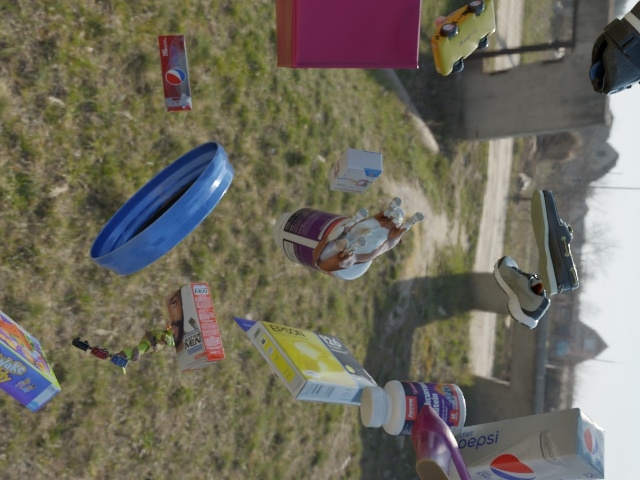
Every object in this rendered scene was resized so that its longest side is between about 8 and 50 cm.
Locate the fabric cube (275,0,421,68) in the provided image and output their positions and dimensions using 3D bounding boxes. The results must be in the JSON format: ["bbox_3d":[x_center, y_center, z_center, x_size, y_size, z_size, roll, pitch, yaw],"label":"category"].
[{"bbox_3d":[0.045,-0.478,1.229,0.259,0.254,0.258,-126,-145,-70],"label":"fabric cube"}]

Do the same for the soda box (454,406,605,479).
[{"bbox_3d":[0.383,0.402,1.164,0.091,0.286,0.098,41,47,-20],"label":"soda box"}]

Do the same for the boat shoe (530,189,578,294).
[{"bbox_3d":[0.494,-0.001,1.290,0.081,0.069,0.227,-78,157,-78],"label":"boat shoe"}]

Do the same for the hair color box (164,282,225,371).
[{"bbox_3d":[-0.267,0.183,1.297,0.053,0.093,0.167,6,62,-51],"label":"hair color box"}]

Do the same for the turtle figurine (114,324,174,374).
[{"bbox_3d":[-0.519,0.316,1.871,0.217,0.269,0.087,-30,93,-25],"label":"turtle figurine"}]

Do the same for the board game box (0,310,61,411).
[{"bbox_3d":[-0.762,0.215,1.393,0.078,0.233,0.347,-42,131,-14],"label":"board game box"}]

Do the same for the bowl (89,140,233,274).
[{"bbox_3d":[-0.362,-0.075,1.424,0.077,0.391,0.391,49,43,-24],"label":"bowl"}]

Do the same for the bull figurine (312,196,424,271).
[{"bbox_3d":[0.120,-0.016,1.416,0.310,0.101,0.188,-28,167,-35],"label":"bull figurine"}]

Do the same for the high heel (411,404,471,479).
[{"bbox_3d":[0.204,0.373,0.945,0.244,0.082,0.117,56,25,-20],"label":"high heel"}]

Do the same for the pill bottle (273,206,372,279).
[{"bbox_3d":[0.000,0.000,1.854,0.182,0.323,0.181,-12,109,-38],"label":"pill bottle"}]

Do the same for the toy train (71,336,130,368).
[{"bbox_3d":[-0.570,0.292,1.595,0.027,0.158,0.036,-64,-164,-5],"label":"toy train"}]

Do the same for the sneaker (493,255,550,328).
[{"bbox_3d":[0.562,0.125,1.695,0.108,0.100,0.271,-53,-159,25],"label":"sneaker"}]

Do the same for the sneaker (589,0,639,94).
[{"bbox_3d":[0.409,-0.209,0.770,0.217,0.121,0.079,38,30,-39],"label":"sneaker"}]

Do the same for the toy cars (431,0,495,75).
[{"bbox_3d":[0.319,-0.536,1.285,0.176,0.087,0.393,6,107,-49],"label":"toy cars"}]

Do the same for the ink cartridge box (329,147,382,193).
[{"bbox_3d":[0.081,-0.160,1.434,0.122,0.089,0.052,132,-39,-63],"label":"ink cartridge box"}]

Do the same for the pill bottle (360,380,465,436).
[{"bbox_3d":[0.184,0.340,1.244,0.108,0.194,0.108,-174,-90,-77],"label":"pill bottle"}]

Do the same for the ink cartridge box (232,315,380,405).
[{"bbox_3d":[-0.028,0.282,1.530,0.304,0.307,0.072,20,110,-47],"label":"ink cartridge box"}]

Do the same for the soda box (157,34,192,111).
[{"bbox_3d":[-0.500,-0.576,2.109,0.083,0.092,0.263,107,-26,-67],"label":"soda box"}]
